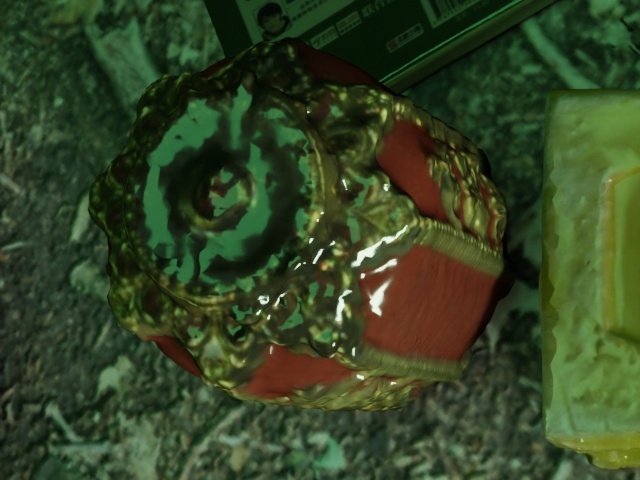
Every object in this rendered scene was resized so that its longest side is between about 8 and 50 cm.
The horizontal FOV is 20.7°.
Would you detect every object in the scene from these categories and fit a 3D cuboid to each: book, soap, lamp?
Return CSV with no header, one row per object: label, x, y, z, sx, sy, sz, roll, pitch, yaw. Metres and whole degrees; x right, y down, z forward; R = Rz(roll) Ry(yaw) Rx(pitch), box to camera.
book,0.008,-0.207,1.055,0.202,0.027,0.264,-30,68,19
soap,0.265,0.010,0.842,0.315,0.091,0.199,-3,79,27
lamp,0.000,0.000,0.871,0.177,0.274,0.177,-2,83,18
